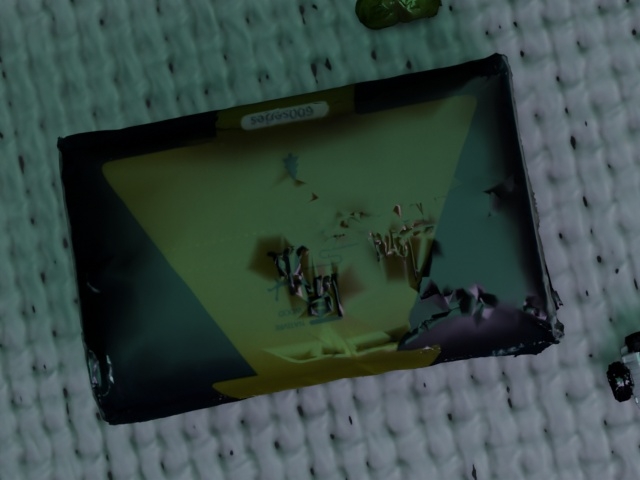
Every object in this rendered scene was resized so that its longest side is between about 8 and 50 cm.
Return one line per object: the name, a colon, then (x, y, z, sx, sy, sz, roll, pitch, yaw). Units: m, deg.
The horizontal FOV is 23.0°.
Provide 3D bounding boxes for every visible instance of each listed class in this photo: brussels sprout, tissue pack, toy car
brussels sprout: (0.076, -0.226, 1.521, 0.083, 0.051, 0.046, -23, 104, 8)
tissue pack: (0.000, 0.000, 1.430, 0.416, 0.253, 0.264, -10, 88, 7)
toy car: (0.351, 0.109, 1.465, 0.170, 0.070, 0.080, -18, 87, 6)
